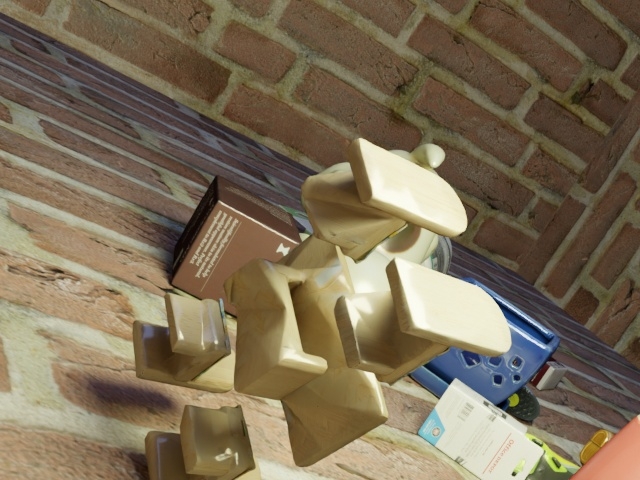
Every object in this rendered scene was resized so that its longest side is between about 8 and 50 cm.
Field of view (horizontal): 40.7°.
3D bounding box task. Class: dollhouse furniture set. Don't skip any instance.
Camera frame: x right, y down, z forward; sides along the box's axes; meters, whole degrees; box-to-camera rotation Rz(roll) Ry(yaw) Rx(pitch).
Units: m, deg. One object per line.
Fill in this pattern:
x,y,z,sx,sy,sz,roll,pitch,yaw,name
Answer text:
0.039,0.181,0.841,0.256,0.362,0.394,20,43,-41,dollhouse furniture set

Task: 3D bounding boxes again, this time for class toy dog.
0.093,0.045,1.570,0.284,0.395,0.408,42,41,-16,toy dog

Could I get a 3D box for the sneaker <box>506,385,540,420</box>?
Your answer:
0.392,0.315,1.901,0.209,0.069,0.082,34,7,12,sneaker

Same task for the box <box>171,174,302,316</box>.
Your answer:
-0.148,0.012,1.512,0.167,0.168,0.203,29,11,-15,box

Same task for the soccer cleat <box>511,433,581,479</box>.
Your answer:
0.404,0.417,1.503,0.289,0.093,0.121,26,-19,-3,soccer cleat

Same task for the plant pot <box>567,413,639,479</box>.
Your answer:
0.484,0.410,1.271,0.275,0.243,0.275,31,12,-7,plant pot

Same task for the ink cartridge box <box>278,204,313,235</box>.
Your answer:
0.000,0.000,2.266,0.235,0.056,0.171,37,12,34,ink cartridge box

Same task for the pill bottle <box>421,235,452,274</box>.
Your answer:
0.220,0.046,2.209,0.204,0.204,0.361,34,15,13,pill bottle

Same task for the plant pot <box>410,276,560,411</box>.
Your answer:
0.316,0.224,1.719,0.236,0.212,0.236,35,12,16,plant pot

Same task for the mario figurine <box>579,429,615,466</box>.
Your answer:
0.618,0.492,1.583,0.320,0.170,0.198,38,19,-18,mario figurine

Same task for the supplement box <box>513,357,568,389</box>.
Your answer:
0.534,0.303,2.327,0.239,0.073,0.130,37,13,30,supplement box

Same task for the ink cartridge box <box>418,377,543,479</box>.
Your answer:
0.266,0.324,1.422,0.180,0.104,0.060,35,10,13,ink cartridge box
